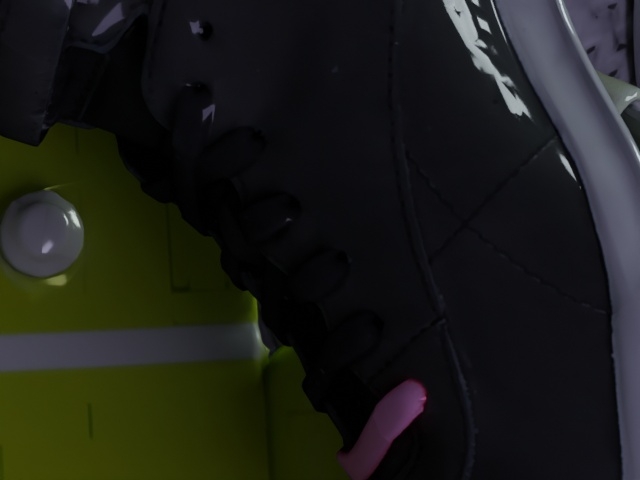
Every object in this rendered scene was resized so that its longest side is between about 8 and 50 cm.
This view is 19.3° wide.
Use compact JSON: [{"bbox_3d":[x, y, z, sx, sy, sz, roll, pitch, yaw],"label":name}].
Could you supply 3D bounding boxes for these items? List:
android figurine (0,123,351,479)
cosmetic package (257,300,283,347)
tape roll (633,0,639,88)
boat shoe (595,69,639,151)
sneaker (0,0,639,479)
[{"bbox_3d":[-0.094,0.064,0.431,0.248,0.056,0.273,0,83,-14],"label":"android figurine"},{"bbox_3d":[0.000,0.000,0.657,0.041,0.060,0.115,-45,135,-23],"label":"cosmetic package"},{"bbox_3d":[0.263,-0.127,0.835,0.286,0.100,0.286,-20,120,-38],"label":"tape roll"},{"bbox_3d":[0.112,0.048,0.763,0.109,0.094,0.302,-46,133,-21],"label":"boat shoe"},{"bbox_3d":[-0.020,-0.016,0.388,0.147,0.104,0.296,-7,71,-18],"label":"sneaker"}]
